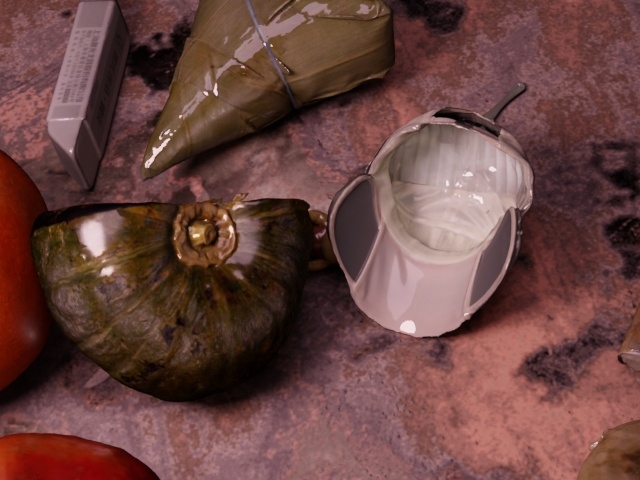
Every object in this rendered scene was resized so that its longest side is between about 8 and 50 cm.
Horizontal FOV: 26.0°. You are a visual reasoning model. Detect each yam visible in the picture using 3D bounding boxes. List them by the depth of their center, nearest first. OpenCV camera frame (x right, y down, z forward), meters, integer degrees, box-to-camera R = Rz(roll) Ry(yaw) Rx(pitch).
[{"bbox_3d":[0.408,0.042,1.618,0.046,0.046,0.264,17,55,21],"label":"yam"}]

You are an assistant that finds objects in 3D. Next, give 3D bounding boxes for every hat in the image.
[{"bbox_3d":[0.143,-0.018,1.651,0.232,0.161,0.275,12,77,22],"label":"hat"}]

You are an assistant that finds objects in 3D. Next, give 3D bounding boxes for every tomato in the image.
[{"bbox_3d":[-0.467,0.043,1.613,0.341,0.273,0.341,-11,61,21],"label":"tomato"}]

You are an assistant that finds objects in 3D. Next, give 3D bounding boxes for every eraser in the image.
[{"bbox_3d":[-0.319,-0.222,1.918,0.061,0.089,0.352,-3,51,11],"label":"eraser"}]

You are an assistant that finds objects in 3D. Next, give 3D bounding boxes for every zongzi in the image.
[{"bbox_3d":[-0.141,-0.277,1.893,0.393,0.174,0.356,-31,48,-9],"label":"zongzi"}]

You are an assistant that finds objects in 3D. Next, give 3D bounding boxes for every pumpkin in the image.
[{"bbox_3d":[-0.167,0.067,1.583,0.325,0.242,0.232,-1,88,-23],"label":"pumpkin"}]

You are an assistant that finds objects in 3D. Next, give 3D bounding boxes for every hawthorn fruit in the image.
[{"bbox_3d":[-0.258,0.305,1.336,0.265,0.307,0.265,-5,57,8],"label":"hawthorn fruit"}]

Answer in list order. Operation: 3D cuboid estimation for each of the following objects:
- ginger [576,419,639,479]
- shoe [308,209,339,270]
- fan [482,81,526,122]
[{"bbox_3d":[0.381,0.301,1.332,0.304,0.155,0.244,14,50,22],"label":"ginger"},{"bbox_3d":[-0.002,0.002,1.699,0.109,0.072,0.069,30,22,23],"label":"shoe"},{"bbox_3d":[0.202,-0.143,1.825,0.132,0.009,0.220,32,62,29],"label":"fan"}]
